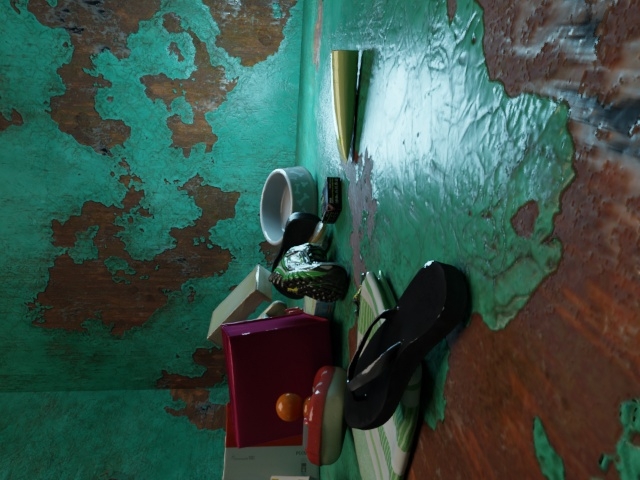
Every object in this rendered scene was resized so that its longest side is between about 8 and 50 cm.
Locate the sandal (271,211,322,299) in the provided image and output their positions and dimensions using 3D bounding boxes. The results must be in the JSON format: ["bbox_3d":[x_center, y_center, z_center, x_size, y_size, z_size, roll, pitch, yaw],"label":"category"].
[{"bbox_3d":[-0.091,0.091,1.524,0.445,0.168,0.107,100,172,-46],"label":"sandal"}]

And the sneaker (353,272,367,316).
[{"bbox_3d":[0.076,0.098,0.764,0.031,0.035,0.083,113,157,-69],"label":"sneaker"}]

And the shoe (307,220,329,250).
[{"bbox_3d":[0.000,0.000,1.324,0.219,0.058,0.076,125,166,-70],"label":"shoe"}]

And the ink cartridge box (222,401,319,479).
[{"bbox_3d":[-0.154,0.703,1.365,0.091,0.309,0.384,-113,27,-72],"label":"ink cartridge box"}]

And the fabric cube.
[{"bbox_3d":[-0.116,0.341,1.116,0.259,0.254,0.257,164,99,-73],"label":"fabric cube"}]

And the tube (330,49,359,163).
[{"bbox_3d":[0.052,-0.297,0.956,0.070,0.062,0.240,-31,-53,-49],"label":"tube"}]

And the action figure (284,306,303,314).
[{"bbox_3d":[-0.103,0.356,1.299,0.091,0.139,0.280,169,92,-75],"label":"action figure"}]

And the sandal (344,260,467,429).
[{"bbox_3d":[0.074,0.121,0.488,0.097,0.055,0.254,-97,25,-55],"label":"sandal"}]

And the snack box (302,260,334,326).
[{"bbox_3d":[-0.014,0.221,1.323,0.187,0.060,0.321,-100,13,-46],"label":"snack box"}]

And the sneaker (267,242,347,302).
[{"bbox_3d":[-0.033,0.067,1.112,0.344,0.134,0.146,2,65,63],"label":"sneaker"}]

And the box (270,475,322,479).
[{"bbox_3d":[-0.046,0.616,0.979,0.203,0.103,0.114,-39,26,50],"label":"box"}]

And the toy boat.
[{"bbox_3d":[-0.019,0.355,0.901,0.231,0.151,0.150,-25,-62,-79],"label":"toy boat"}]

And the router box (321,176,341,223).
[{"bbox_3d":[0.028,-0.107,1.159,0.122,0.038,0.092,115,156,-72],"label":"router box"}]

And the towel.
[{"bbox_3d":[0.086,0.243,0.660,0.247,0.038,0.324,-104,17,-60],"label":"towel"}]

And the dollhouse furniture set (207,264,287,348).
[{"bbox_3d":[-0.151,0.316,1.500,0.256,0.394,0.362,-46,21,15],"label":"dollhouse furniture set"}]

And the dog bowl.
[{"bbox_3d":[-0.140,-0.131,1.719,0.349,0.102,0.348,-3,86,59],"label":"dog bowl"}]
